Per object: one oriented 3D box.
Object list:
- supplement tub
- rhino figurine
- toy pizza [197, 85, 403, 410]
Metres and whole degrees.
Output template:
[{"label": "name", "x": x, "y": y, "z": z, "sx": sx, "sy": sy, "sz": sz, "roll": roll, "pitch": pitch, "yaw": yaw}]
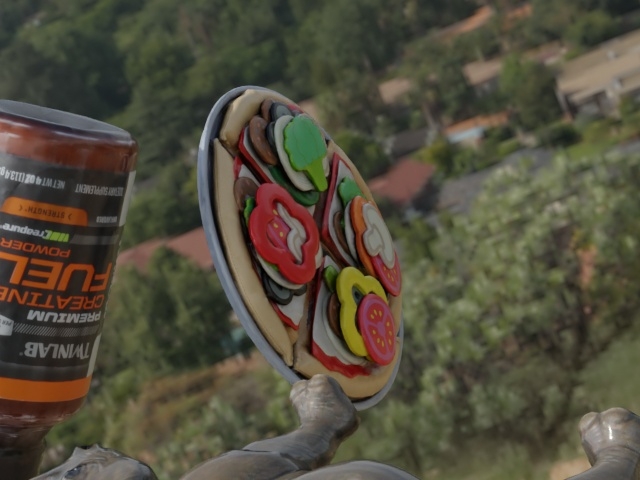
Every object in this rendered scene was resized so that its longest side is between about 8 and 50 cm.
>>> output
[{"label": "supplement tub", "x": -0.165, "y": 0.029, "z": 0.809, "sx": 0.106, "sy": 0.197, "sz": 0.106, "roll": 12, "pitch": 8, "yaw": -2}, {"label": "rhino figurine", "x": -0.017, "y": 0.099, "z": 0.499, "sx": 0.243, "sy": 0.073, "sz": 0.106, "roll": 2, "pitch": 33, "yaw": 26}, {"label": "toy pizza", "x": 0.000, "y": 0.000, "z": 0.881, "sx": 0.032, "sy": 0.201, "sz": 0.201, "roll": -23, "pitch": 12, "yaw": 27}]
